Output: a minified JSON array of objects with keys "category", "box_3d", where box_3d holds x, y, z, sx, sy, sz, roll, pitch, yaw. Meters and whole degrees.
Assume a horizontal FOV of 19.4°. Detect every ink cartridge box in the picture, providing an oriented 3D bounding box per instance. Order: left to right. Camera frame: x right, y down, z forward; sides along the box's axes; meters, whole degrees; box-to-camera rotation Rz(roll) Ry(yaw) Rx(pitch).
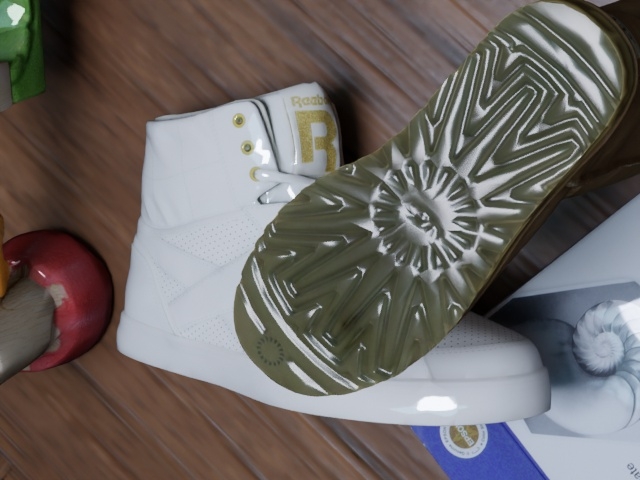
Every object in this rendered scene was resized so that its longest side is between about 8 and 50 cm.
[{"category":"ink cartridge box","box_3d":[0.175,0.113,1.009,0.224,0.045,0.223,-42,79,22]}]

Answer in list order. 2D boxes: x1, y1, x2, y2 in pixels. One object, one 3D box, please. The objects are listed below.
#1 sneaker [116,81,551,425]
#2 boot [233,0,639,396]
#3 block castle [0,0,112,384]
[{"category":"sneaker","box_3d":[0.000,0.000,1.014,0.292,0.108,0.169,11,99,40]},{"category":"boot","box_3d":[0.102,-0.032,0.904,0.236,0.269,0.089,-41,81,24]},{"category":"block castle","box_3d":[-0.294,-0.135,1.104,0.303,0.213,0.453,0,102,12]}]
